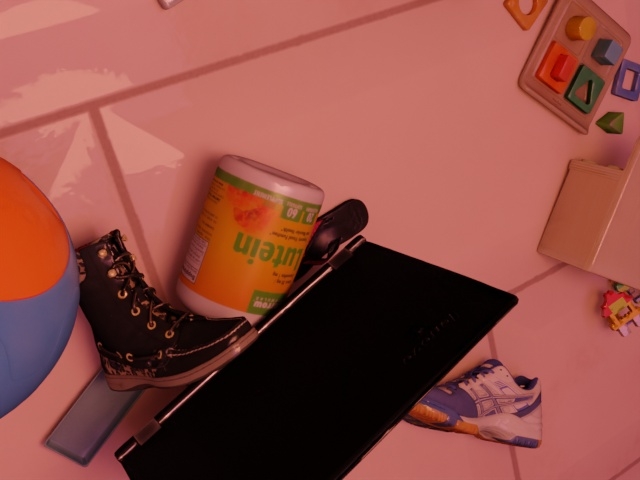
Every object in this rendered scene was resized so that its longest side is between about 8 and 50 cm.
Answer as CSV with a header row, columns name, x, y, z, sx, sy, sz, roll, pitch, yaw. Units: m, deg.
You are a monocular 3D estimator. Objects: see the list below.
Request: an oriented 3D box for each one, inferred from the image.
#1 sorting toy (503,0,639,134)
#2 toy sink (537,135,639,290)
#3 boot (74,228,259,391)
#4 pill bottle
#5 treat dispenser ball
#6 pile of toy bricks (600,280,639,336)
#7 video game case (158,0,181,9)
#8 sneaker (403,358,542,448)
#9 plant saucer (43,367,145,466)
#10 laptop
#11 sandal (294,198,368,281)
name,x,y,z,sx,sy,sz,roll,pitch,yaw
sorting toy,0.424,-0.294,1.203,0.347,0.047,0.196,25,88,-31
toy sink,0.494,-0.056,1.247,0.152,0.131,0.234,16,97,-31
boot,-0.194,0.072,0.831,0.085,0.236,0.179,-38,107,-51
pill bottle,-0.098,0.029,0.921,0.136,0.136,0.246,16,100,-31
treat dispenser ball,-0.374,0.045,0.686,0.288,0.288,0.288,-7,104,-28
pile of toy bricks,0.589,0.074,1.359,0.212,0.118,0.105,-35,88,-1
video game case,-0.162,-0.398,0.864,0.173,0.022,0.190,-38,116,-17
sneaker,0.243,0.251,1.203,0.296,0.112,0.131,19,74,-33
plant saucer,-0.263,0.191,0.938,0.067,0.018,0.192,42,79,-30
laptop,-0.005,0.206,0.854,0.382,0.236,0.408,-41,153,-16
sandal,0.000,0.000,1.031,0.179,0.040,0.067,-35,116,-19
